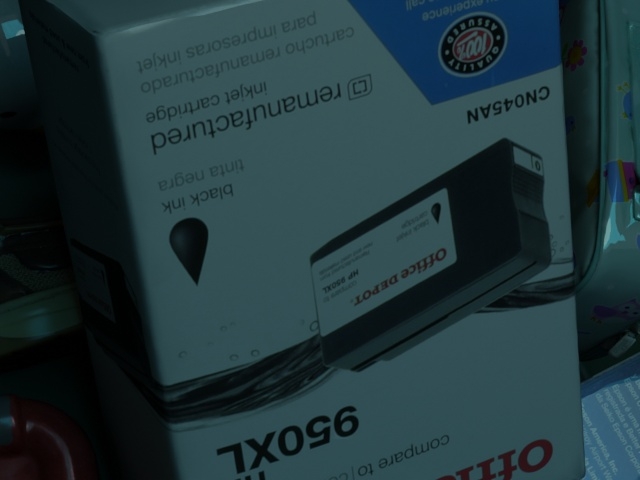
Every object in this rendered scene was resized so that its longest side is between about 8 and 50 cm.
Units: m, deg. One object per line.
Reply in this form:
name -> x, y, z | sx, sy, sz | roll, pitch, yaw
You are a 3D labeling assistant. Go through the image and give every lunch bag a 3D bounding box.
lunch bag -> 0.206, -0.050, 1.354 | 0.107, 0.224, 0.279 | 12, 65, -21

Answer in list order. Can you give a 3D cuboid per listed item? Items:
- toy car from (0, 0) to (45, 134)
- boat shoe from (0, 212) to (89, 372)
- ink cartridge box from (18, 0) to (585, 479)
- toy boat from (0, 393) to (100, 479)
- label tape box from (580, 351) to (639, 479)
toy car -> -0.183, -0.129, 1.250 | 0.238, 0.219, 0.210 | -31, 93, 2
boat shoe -> -0.104, -0.013, 1.257 | 0.342, 0.123, 0.123 | -19, 80, -24
ink cartridge box -> 0.000, 0.000, 1.116 | 0.285, 0.166, 0.395 | -18, 119, -19
toy boat -> -0.203, 0.200, 1.090 | 0.151, 0.151, 0.231 | -7, 72, -9
label tape box -> 0.316, 0.182, 1.325 | 0.347, 0.115, 0.249 | -26, 81, -14
